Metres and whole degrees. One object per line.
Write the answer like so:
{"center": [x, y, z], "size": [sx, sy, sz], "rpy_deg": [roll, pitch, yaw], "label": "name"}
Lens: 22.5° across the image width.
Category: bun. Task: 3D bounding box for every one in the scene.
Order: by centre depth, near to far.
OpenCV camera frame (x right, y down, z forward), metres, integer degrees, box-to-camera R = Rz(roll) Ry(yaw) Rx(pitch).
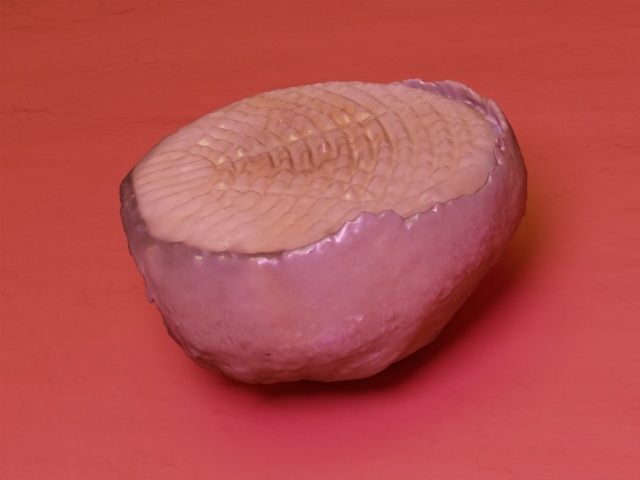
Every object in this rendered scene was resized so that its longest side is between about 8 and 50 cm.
{"center": [0.004, 0.003, 1.393], "size": [0.364, 0.202, 0.364], "rpy_deg": [-10, 28, 5], "label": "bun"}
